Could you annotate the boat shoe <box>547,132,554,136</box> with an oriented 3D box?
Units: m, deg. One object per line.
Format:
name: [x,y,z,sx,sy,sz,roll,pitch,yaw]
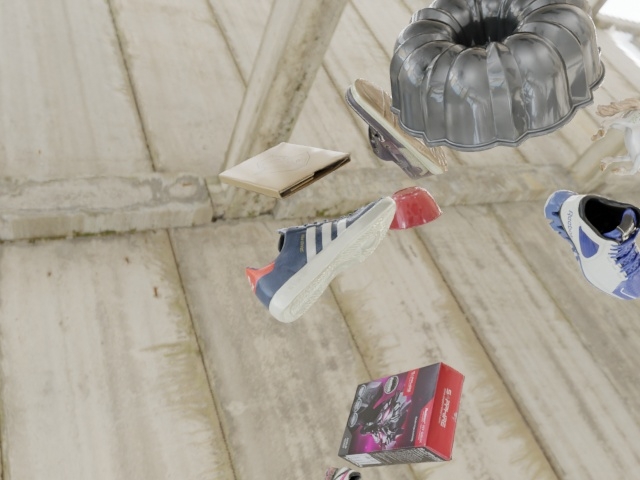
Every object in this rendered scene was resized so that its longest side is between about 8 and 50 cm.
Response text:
boat shoe: [0.491,-0.256,1.129,0.137,0.049,0.043,-13,-126,-47]

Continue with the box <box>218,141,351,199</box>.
box: [-0.069,-0.133,0.953,0.165,0.021,0.201,-33,-148,-29]

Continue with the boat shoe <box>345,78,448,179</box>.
boat shoe: [0.138,-0.198,0.998,0.285,0.092,0.102,28,-136,-39]

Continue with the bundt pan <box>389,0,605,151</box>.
bundt pan: [0.258,-0.293,0.797,0.331,0.124,0.330,-12,-132,14]

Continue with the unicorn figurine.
unicorn figurine: [0.497,-0.149,0.822,0.111,0.161,0.060,-22,-152,-2]

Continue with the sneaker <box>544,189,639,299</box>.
sneaker: [0.668,0.010,1.188,0.127,0.182,0.315,-42,-87,-3]

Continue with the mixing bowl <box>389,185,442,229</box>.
mixing bowl: [0.281,-0.110,1.622,0.181,0.182,0.098,-32,-71,-41]

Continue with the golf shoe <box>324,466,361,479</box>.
golf shoe: [0.043,0.605,1.203,0.086,0.067,0.186,-9,-155,20]

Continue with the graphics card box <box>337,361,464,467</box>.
graphics card box: [0.213,0.484,1.415,0.094,0.371,0.232,34,-127,-16]

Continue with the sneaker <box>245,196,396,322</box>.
sneaker: [0.000,0.000,1.040,0.350,0.131,0.148,-38,-119,-24]
